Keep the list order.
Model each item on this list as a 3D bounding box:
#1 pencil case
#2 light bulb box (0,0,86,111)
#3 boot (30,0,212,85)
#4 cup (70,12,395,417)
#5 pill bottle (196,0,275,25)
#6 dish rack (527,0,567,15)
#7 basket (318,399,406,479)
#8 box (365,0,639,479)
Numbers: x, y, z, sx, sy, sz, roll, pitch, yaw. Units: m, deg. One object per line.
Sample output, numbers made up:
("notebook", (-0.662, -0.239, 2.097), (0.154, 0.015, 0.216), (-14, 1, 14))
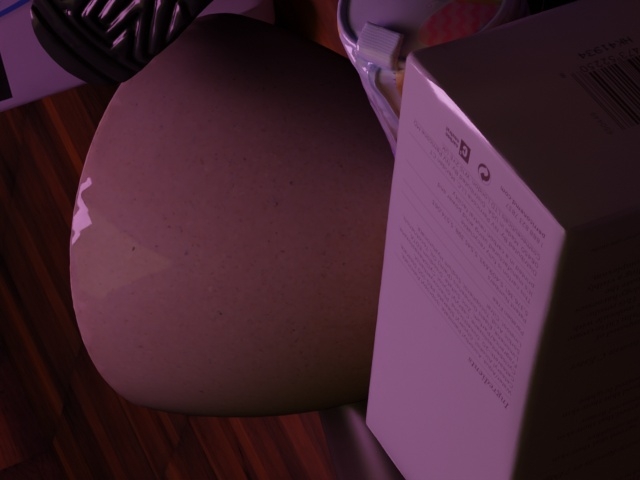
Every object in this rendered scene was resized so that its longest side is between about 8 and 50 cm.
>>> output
("pencil case", (0.091, -0.080, 1.281), (0.113, 0.124, 0.273), (44, 165, 34))
("light bulb box", (-0.379, -0.321, 2.002), (0.225, 0.358, 0.361), (16, 124, 61))
("boot", (-0.055, -0.276, 1.437), (0.348, 0.260, 0.131), (-32, 103, 33))
("cup", (0.000, 0.000, 1.532), (0.237, 0.331, 0.331), (13, 125, 31))
("pill bottle", (-0.091, -0.109, 1.791), (0.152, 0.152, 0.272), (43, 145, 48))
("dish rack", (0.085, -0.259, 1.365), (0.272, 0.074, 0.208), (68, 157, 4))
("basket", (0.088, 0.213, 1.664), (0.204, 0.154, 0.227), (116, 135, -77))
("box", (0.170, 0.029, 1.228), (0.168, 0.215, 0.345), (53, 152, 36))
